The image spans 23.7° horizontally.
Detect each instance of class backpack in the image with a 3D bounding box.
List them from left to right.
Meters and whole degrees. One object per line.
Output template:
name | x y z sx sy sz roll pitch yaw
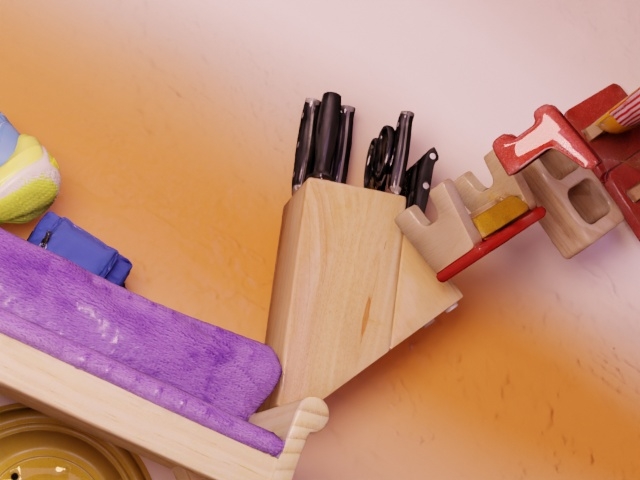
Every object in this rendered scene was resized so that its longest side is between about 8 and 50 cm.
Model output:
backpack | -0.230 0.045 1.296 0.098 0.101 0.120 31 69 2

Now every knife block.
knife block | 0.000 0.000 1.384 0.275 0.088 0.242 -34 85 -22

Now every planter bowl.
planter bowl | -0.229 0.231 1.245 0.217 0.090 0.217 5 73 -16

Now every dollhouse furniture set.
dollhouse furniture set | 0.274 -0.070 1.373 0.374 0.201 0.152 -31 84 -41

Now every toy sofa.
toy sofa | -0.182 0.087 1.163 0.362 0.150 0.177 27 69 -15

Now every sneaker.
sneaker | -0.342 -0.026 1.294 0.240 0.091 0.126 -31 63 -10
